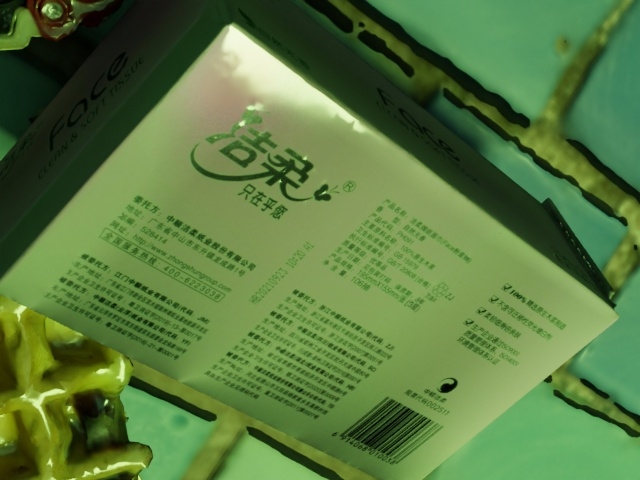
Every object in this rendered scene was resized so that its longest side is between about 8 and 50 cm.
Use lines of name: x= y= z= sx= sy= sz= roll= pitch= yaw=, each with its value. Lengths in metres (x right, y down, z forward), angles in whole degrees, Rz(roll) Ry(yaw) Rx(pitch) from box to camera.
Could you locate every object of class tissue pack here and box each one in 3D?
tissue pack: x=0.000 y=0.000 z=0.460 sx=0.246 sy=0.092 sz=0.148 roll=34 pitch=113 yaw=-34

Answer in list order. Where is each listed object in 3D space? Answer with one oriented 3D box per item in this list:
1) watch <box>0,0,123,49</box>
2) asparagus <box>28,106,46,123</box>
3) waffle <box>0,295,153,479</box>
watch: x=-0.185 y=-0.170 z=0.379 sx=0.268 sy=0.102 sz=0.165 roll=13 pitch=103 yaw=-17
asparagus: x=-0.046 y=-0.054 z=0.492 sx=0.178 sy=0.041 sz=0.045 roll=8 pitch=141 yaw=-23
waffle: x=-0.167 y=0.122 z=0.471 sx=0.309 sy=0.065 sz=0.283 roll=34 pitch=86 yaw=-25
